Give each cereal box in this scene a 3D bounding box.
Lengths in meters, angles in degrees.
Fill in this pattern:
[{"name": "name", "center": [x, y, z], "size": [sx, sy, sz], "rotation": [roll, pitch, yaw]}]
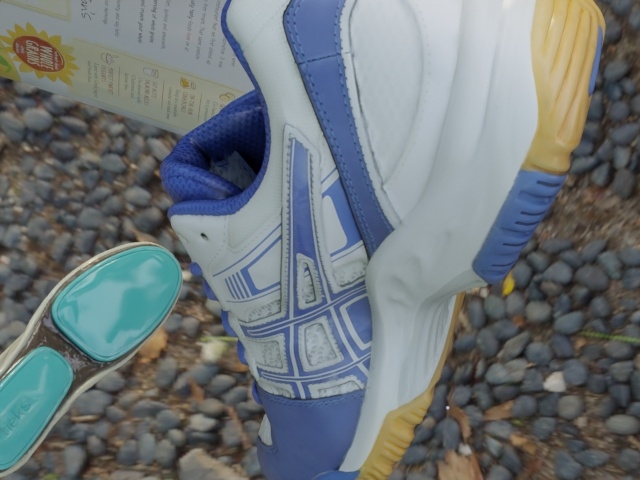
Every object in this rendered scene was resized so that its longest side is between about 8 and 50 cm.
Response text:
[{"name": "cereal box", "center": [-0.078, -0.127, 0.657], "size": [0.240, 0.173, 0.047], "rotation": [18, 55, -1]}]

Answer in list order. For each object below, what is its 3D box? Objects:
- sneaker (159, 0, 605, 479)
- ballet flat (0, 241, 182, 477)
[{"name": "sneaker", "center": [0.000, 0.000, 0.483], "size": [0.131, 0.296, 0.112], "rotation": [19, 46, 0]}, {"name": "ballet flat", "center": [-0.209, 0.090, 0.955], "size": [0.086, 0.086, 0.248], "rotation": [37, 53, 9]}]
